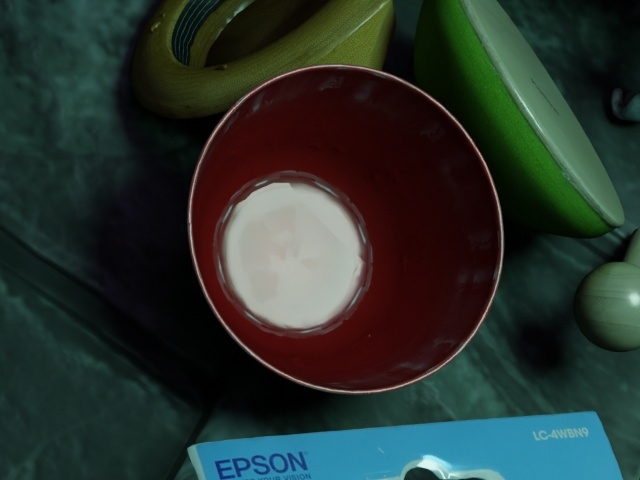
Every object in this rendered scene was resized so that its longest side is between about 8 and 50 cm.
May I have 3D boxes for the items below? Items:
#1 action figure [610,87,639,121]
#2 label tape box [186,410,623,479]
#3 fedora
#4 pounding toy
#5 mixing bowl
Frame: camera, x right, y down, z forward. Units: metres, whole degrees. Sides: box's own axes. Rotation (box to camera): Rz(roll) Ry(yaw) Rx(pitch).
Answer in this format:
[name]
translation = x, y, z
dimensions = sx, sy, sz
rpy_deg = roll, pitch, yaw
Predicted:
[action figure]
translation = 0.232, -0.237, 1.265
dimensions = 0.370, 0.276, 0.248
rpy_deg = 14, 64, 10
[label tape box]
translation = 0.068, 0.269, 0.983
dimensions = 0.249, 0.115, 0.348
rpy_deg = -2, 60, -28
[fedora]
translation = -0.016, -0.121, 1.168
dimensions = 0.079, 0.194, 0.194
rpy_deg = 56, 42, -35
[pounding toy]
translation = 0.102, -0.038, 1.188
dimensions = 0.237, 0.110, 0.183
rpy_deg = 55, 14, -12
[mixing bowl]
translation = 0.000, 0.000, 1.102
dimensions = 0.181, 0.098, 0.181
rpy_deg = 3, 80, -20
